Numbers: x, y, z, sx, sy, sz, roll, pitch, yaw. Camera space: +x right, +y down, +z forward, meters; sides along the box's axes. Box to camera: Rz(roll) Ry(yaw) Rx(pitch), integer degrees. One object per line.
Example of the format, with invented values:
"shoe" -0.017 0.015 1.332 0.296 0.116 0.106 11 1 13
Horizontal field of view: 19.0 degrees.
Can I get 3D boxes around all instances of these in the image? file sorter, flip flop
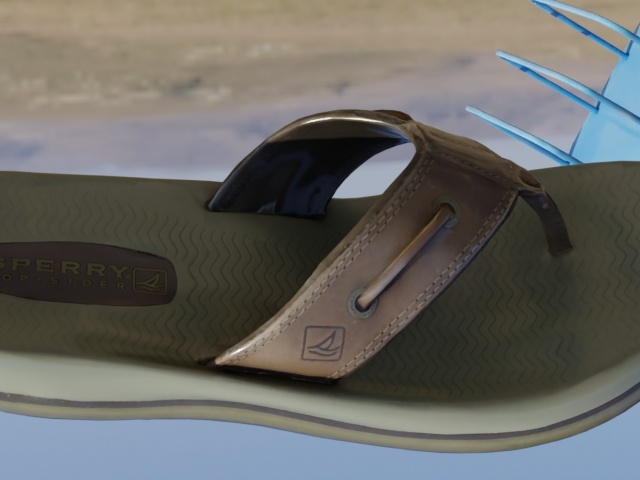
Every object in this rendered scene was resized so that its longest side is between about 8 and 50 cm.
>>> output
"file sorter" 0.181 -0.118 1.149 0.104 0.170 0.118 26 -176 -26
"flip flop" 0.000 0.000 0.601 0.277 0.080 0.112 3 -136 -9
